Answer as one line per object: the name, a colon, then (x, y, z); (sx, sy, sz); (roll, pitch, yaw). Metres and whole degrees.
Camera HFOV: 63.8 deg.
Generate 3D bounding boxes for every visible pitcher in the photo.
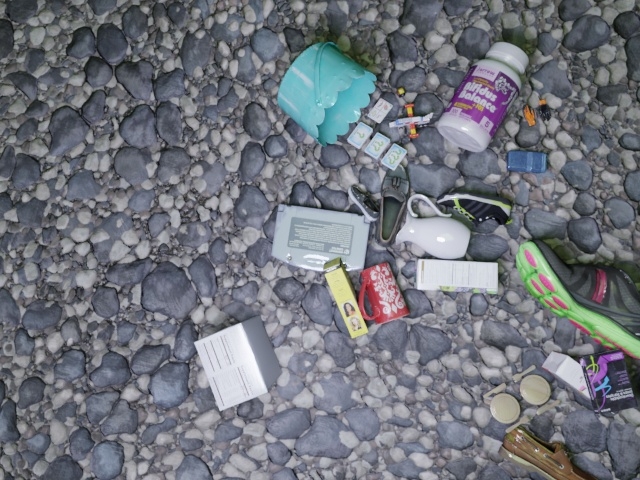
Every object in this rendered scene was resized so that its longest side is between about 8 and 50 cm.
pitcher: (0.350, -0.042, 1.566); (0.207, 0.125, 0.177); (15, 83, 11)

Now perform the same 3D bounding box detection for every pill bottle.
pill bottle: (0.497, -0.435, 1.553); (0.169, 0.169, 0.301); (30, 89, 6)

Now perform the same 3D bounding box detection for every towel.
towel: (0.641, -0.245, 1.600); (0.119, 0.029, 0.067); (6, 87, 4)

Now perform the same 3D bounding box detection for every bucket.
bucket: (0.017, -0.442, 1.547); (0.183, 0.281, 0.281); (41, 90, 11)

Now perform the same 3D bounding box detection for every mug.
mug: (0.185, 0.161, 1.556); (0.113, 0.150, 0.169); (-23, 80, 28)

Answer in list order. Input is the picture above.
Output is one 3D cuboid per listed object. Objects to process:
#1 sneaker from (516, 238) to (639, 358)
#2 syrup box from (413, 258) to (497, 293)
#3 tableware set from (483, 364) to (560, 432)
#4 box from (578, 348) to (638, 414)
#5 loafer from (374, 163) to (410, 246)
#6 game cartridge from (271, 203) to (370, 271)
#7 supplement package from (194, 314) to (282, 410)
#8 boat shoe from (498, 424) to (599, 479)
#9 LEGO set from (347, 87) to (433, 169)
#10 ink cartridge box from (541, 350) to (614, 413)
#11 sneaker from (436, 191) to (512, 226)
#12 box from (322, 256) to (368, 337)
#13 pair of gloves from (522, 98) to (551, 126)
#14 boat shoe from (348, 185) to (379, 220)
sneaker: (0.782, 0.143, 1.507); (0.483, 0.185, 0.202); (37, 81, -3)
syrup box: (0.408, 0.108, 1.563); (0.237, 0.093, 0.096); (2, 87, 4)
tableware set: (0.599, 0.478, 1.552); (0.194, 0.039, 0.128); (-29, 69, -4)
box: (0.803, 0.393, 1.433); (0.116, 0.029, 0.162); (-11, 81, -4)
loafer: (0.227, -0.111, 1.595); (0.096, 0.084, 0.267); (10, 87, 5)
game cartridge: (0.000, 0.000, 1.623); (0.297, 0.062, 0.198); (8, 91, 5)
supplement package: (-0.232, 0.348, 1.513); (0.145, 0.262, 0.204); (-22, 85, 3)
boat shoe: (0.686, 0.645, 1.499); (0.307, 0.111, 0.104); (23, 90, 5)
LEGO set: (0.226, -0.367, 1.612); (0.182, 0.060, 0.244); (35, 82, 13)
ink cartridge box: (0.767, 0.414, 1.505); (0.198, 0.115, 0.067); (36, 88, 5)
sneaker: (0.473, -0.091, 1.576); (0.235, 0.084, 0.097); (7, 88, 5)
box: (0.078, 0.172, 1.561); (0.058, 0.087, 0.232); (-22, 102, 8)
pair of gloves: (0.680, -0.402, 1.616); (0.083, 0.010, 0.074); (-16, 84, 1)
boat shoe: (0.139, -0.124, 1.606); (0.049, 0.040, 0.142); (-18, 63, -37)
